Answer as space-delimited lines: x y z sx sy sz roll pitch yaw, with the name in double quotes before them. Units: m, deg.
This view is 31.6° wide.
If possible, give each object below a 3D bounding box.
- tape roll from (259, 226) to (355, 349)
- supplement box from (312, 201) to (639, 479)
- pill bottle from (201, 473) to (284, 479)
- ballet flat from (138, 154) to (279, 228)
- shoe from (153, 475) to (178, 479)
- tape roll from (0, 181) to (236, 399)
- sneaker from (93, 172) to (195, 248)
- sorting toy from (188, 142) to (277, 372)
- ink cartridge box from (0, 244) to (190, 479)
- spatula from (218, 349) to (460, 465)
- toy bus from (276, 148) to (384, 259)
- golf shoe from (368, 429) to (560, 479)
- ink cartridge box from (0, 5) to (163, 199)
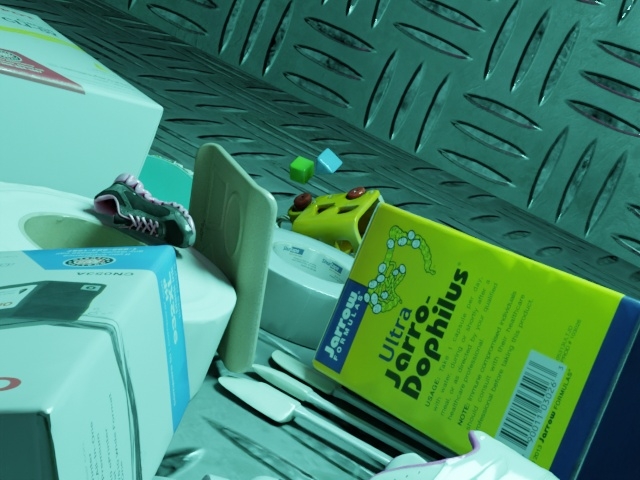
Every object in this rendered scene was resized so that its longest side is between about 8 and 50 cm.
"tape roll" -0.020 0.058 1.408 0.219 0.072 0.219 22 13 -5
"supplement box" 0.194 0.118 1.118 0.194 0.195 0.356 21 2 -41
"pill bottle" -0.018 0.218 0.803 0.152 0.086 0.086 19 15 -14
"ballet flat" -0.162 -0.035 1.549 0.241 0.091 0.077 31 -15 12
"shoe" -0.144 0.195 0.751 0.178 0.081 0.063 1 25 40
"tape roll" -0.228 0.047 1.070 0.286 0.100 0.286 21 15 -6
"sneaker" -0.178 -0.021 1.126 0.119 0.047 0.057 30 38 26
"sorting toy" -0.095 0.013 1.186 0.038 0.193 0.208 2 18 -24
"ink cartridge box" -0.218 0.102 0.678 0.223 0.129 0.307 -1 14 4
"spatula" 0.026 0.183 1.146 0.242 0.019 0.168 28 10 15
"toy bus" 0.007 -0.005 1.601 0.191 0.202 0.104 33 46 11
"golf shoe" 0.046 0.219 0.722 0.306 0.115 0.140 -15 47 -35
"ink cartridge box" -0.441 -0.207 1.531 0.279 0.160 0.384 8 20 -45
